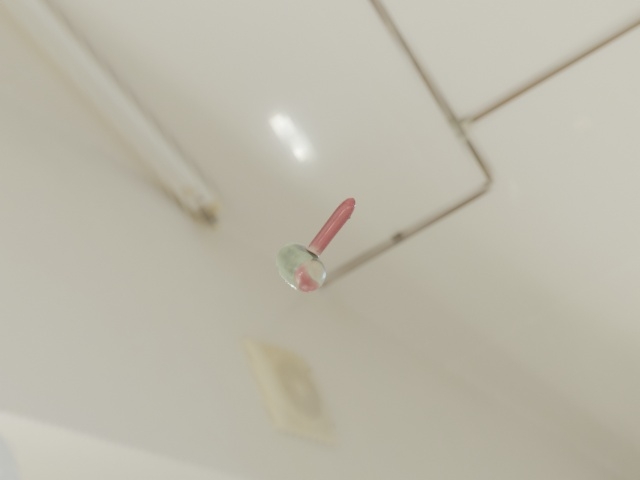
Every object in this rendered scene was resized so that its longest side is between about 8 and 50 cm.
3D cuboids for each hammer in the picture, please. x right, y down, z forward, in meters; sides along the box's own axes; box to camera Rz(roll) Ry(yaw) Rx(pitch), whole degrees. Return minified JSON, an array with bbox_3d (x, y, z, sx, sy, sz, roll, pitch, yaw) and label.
[{"bbox_3d":[0.000,0.000,1.412,0.031,0.083,0.052,35,-176,-33],"label":"hammer"}]
